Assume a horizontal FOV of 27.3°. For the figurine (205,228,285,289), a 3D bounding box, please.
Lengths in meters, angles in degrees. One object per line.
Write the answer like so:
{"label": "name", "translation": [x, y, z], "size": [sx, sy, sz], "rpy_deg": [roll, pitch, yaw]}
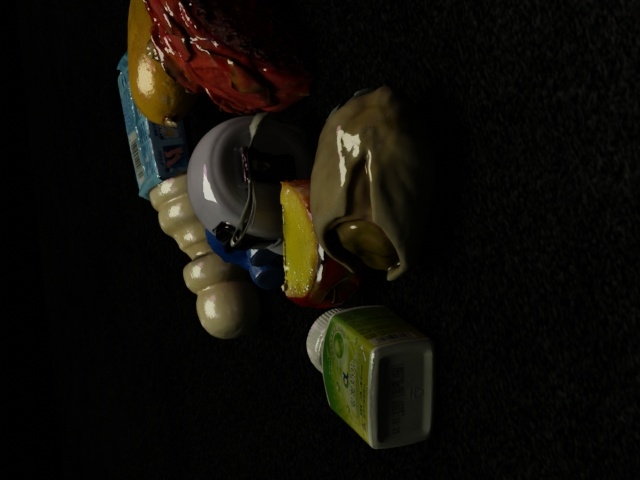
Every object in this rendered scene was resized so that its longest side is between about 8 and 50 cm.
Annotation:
{"label": "figurine", "translation": [-0.117, -0.049, 1.899], "size": [0.262, 0.120, 0.164], "rpy_deg": [-121, 27, -49]}

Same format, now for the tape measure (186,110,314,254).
{"label": "tape measure", "translation": [-0.082, -0.072, 1.722], "size": [0.105, 0.178, 0.196], "rpy_deg": [-35, 65, 58]}

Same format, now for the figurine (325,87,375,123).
{"label": "figurine", "translation": [0.046, -0.131, 1.541], "size": [0.086, 0.082, 0.094], "rpy_deg": [92, 174, -70]}

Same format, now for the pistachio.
{"label": "pistachio", "translation": [0.060, -0.059, 1.438], "size": [0.138, 0.153, 0.238], "rpy_deg": [18, 125, 22]}

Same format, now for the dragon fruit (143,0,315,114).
{"label": "dragon fruit", "translation": [-0.169, -0.270, 1.793], "size": [0.317, 0.152, 0.205], "rpy_deg": [58, 143, 18]}

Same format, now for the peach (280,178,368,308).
{"label": "peach", "translation": [0.005, 0.001, 1.647], "size": [0.127, 0.092, 0.172], "rpy_deg": [-50, 46, 53]}

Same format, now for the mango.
{"label": "mango", "translation": [-0.269, -0.318, 2.194], "size": [0.176, 0.119, 0.317], "rpy_deg": [99, 159, -54]}

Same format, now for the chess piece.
{"label": "chess piece", "translation": [-0.170, 0.026, 2.048], "size": [0.143, 0.143, 0.261], "rpy_deg": [140, 116, -65]}

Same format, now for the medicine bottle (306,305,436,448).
{"label": "medicine bottle", "translation": [0.059, 0.150, 1.568], "size": [0.188, 0.088, 0.132], "rpy_deg": [-146, 51, -62]}

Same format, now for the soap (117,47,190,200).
{"label": "soap", "translation": [-0.295, -0.202, 2.351], "size": [0.156, 0.077, 0.293], "rpy_deg": [160, 100, -67]}
